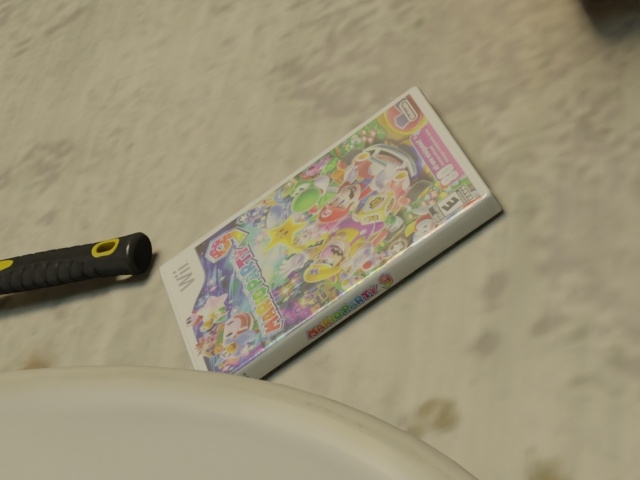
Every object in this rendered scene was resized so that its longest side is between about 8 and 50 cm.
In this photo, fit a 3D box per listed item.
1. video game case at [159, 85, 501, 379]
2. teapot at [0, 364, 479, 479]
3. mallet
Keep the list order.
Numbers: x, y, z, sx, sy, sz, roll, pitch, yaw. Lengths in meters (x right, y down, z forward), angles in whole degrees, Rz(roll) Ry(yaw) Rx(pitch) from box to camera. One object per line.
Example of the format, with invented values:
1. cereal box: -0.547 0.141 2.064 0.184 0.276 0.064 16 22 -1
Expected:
1. video game case: 0.000 0.000 0.669 0.122 0.011 0.087 -35 34 6
2. teapot: -0.049 0.159 0.385 0.253 0.187 0.256 3 28 11
3. mallet: -0.154 0.026 0.767 0.190 0.039 0.062 -4 45 35
